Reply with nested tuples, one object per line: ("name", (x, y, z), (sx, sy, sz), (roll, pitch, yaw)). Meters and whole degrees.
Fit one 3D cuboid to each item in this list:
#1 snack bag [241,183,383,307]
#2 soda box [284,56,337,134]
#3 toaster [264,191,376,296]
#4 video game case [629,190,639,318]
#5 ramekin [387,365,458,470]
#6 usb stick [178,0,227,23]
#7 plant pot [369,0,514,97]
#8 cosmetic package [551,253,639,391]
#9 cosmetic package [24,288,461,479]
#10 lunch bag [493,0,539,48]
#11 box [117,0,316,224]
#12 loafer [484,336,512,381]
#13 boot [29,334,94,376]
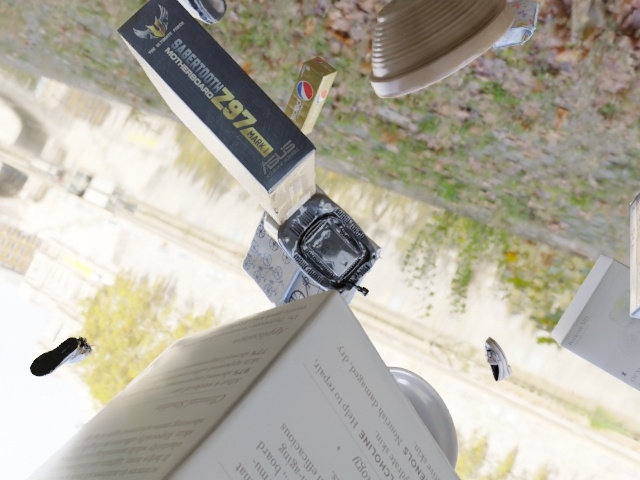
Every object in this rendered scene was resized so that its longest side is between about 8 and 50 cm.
("snack bag", (-0.035, 0.043, 1.732), (0.037, 0.323, 0.342), (-8, -136, -45))
("soda box", (-0.029, -0.326, 1.739), (0.061, 0.181, 0.058), (39, -137, 15))
("toaster", (0.000, 0.000, 1.378), (0.227, 0.129, 0.146), (44, 177, -26))
("video game case", (0.617, -0.020, 1.349), (0.035, 0.248, 0.275), (10, 156, 4))
("ramekin", (0.143, 0.418, 1.599), (0.277, 0.277, 0.135), (28, 140, -20))
("usb stick", (-0.234, -0.358, 1.011), (0.278, 0.045, 0.077), (33, 173, 32))
("plant pot", (0.164, -0.328, 1.154), (0.110, 0.237, 0.237), (57, 163, -20))
("cosmetic package", (0.678, 0.184, 1.686), (0.225, 0.224, 0.138), (30, -172, 7))
("cosmetic package", (-0.104, 0.319, 0.843), (0.329, 0.394, 0.327), (-20, 107, 43))
("lunch bag", (0.347, -0.387, 1.354), (0.083, 0.071, 0.053), (-6, 149, 36))
("box", (-0.084, -0.110, 0.709), (0.183, 0.059, 0.233), (46, 175, 4))
("loafer", (0.364, 0.251, 1.571), (0.045, 0.039, 0.125), (42, 168, 52))
("boot", (-0.537, 0.245, 1.580), (0.045, 0.121, 0.099), (51, 171, 10))
